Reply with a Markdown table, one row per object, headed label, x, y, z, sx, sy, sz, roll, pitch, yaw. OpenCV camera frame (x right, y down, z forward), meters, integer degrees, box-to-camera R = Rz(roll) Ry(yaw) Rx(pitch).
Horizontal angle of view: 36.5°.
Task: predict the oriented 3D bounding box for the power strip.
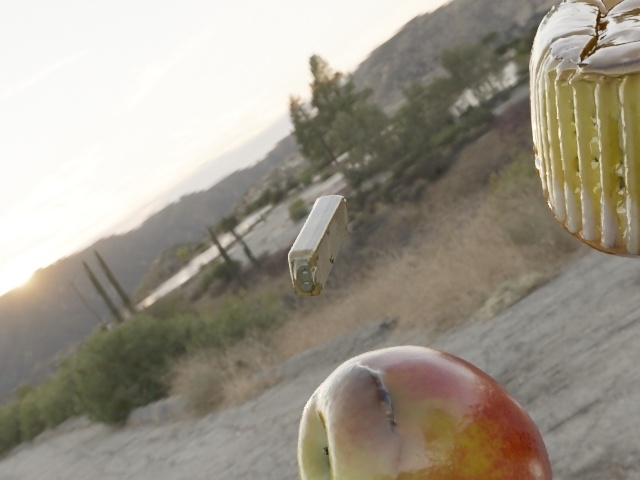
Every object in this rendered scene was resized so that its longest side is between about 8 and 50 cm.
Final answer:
| label | x | y | z | sx | sy | sz | roll | pitch | yaw |
| --- | --- | --- | --- | --- | --- | --- | --- | --- | --- |
| power strip | 0.000 | 0.000 | 1.342 | 0.044 | 0.064 | 0.305 | -5 | 18 | 12 |

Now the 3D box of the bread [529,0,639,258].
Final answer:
| label | x | y | z | sx | sy | sz | roll | pitch | yaw |
| --- | --- | --- | --- | --- | --- | --- | --- | --- | --- |
| bread | 0.243 | -0.086 | 0.648 | 0.204 | 0.156 | 0.288 | -9 | 21 | 8 |

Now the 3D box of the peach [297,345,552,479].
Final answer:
| label | x | y | z | sx | sy | sz | roll | pitch | yaw |
| --- | --- | --- | --- | --- | --- | --- | --- | --- | --- |
| peach | 0.154 | 0.326 | 1.435 | 0.370 | 0.370 | 0.370 | -34 | 1 | 1 |
